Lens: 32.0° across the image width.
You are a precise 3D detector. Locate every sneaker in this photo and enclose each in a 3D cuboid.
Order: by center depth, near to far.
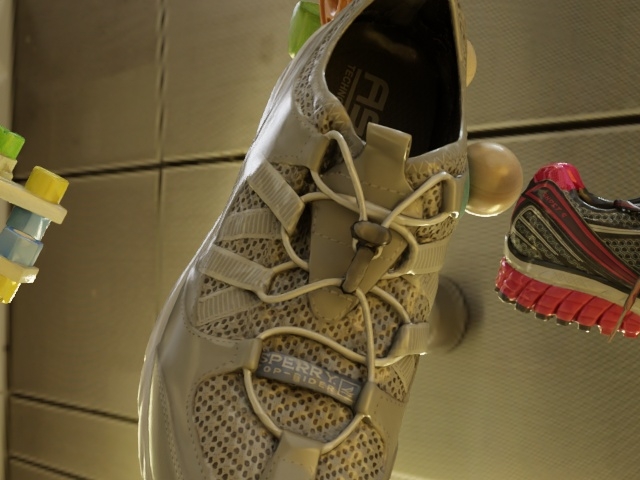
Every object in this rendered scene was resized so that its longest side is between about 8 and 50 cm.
[{"bbox_3d":[0.000,0.000,0.437,0.115,0.105,0.281,122,-19,-57],"label":"sneaker"},{"bbox_3d":[0.276,0.026,0.794,0.299,0.121,0.112,15,-81,18],"label":"sneaker"}]

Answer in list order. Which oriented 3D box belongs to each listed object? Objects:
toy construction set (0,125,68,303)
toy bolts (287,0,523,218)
[{"bbox_3d":[-0.351,-0.086,0.836,0.151,0.327,0.215,-48,-158,-4],"label":"toy construction set"},{"bbox_3d":[0.080,-0.120,0.883,0.218,0.158,0.228,117,-32,-62],"label":"toy bolts"}]
